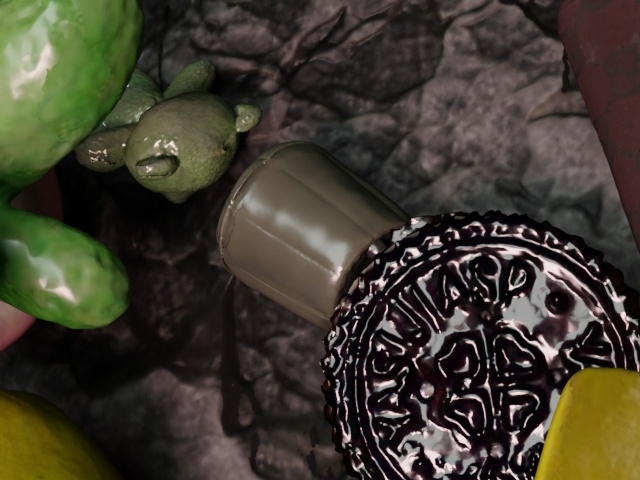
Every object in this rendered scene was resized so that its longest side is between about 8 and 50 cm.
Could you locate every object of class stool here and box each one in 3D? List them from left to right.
[{"bbox_3d":[0.000,0.000,1.175,0.110,0.096,0.096,34,95,29],"label":"stool"}]

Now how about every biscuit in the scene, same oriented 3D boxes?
[{"bbox_3d":[0.091,0.077,1.090,0.195,0.053,0.194,0,88,12],"label":"biscuit"}]

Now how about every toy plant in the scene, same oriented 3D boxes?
[{"bbox_3d":[-0.255,0.001,1.195,0.356,0.210,0.317,-12,38,53],"label":"toy plant"}]

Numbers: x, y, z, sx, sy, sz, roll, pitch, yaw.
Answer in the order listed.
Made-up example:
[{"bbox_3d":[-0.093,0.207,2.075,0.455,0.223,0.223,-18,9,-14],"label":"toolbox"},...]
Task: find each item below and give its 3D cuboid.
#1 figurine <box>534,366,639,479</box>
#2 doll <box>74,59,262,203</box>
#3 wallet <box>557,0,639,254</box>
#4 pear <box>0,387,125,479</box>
[{"bbox_3d":[0.124,0.183,0.967,0.338,0.284,0.204,-29,74,52],"label":"figurine"},{"bbox_3d":[-0.109,-0.071,1.287,0.115,0.077,0.150,-34,39,-24],"label":"doll"},{"bbox_3d":[0.234,-0.076,1.079,0.182,0.049,0.229,-30,61,25],"label":"wallet"},{"bbox_3d":[-0.196,0.215,1.165,0.212,0.212,0.269,-14,81,28],"label":"pear"}]
